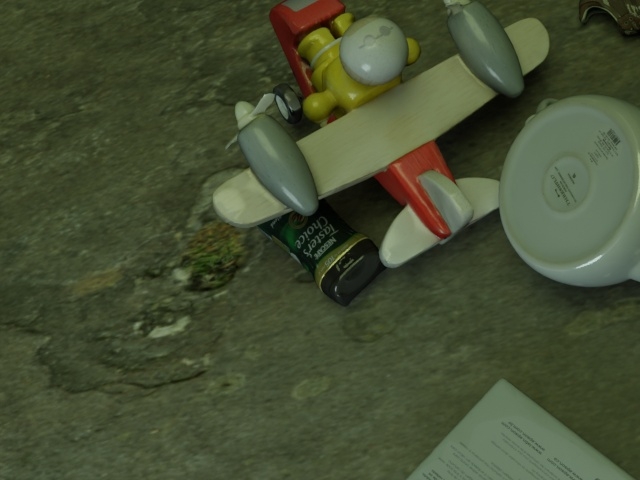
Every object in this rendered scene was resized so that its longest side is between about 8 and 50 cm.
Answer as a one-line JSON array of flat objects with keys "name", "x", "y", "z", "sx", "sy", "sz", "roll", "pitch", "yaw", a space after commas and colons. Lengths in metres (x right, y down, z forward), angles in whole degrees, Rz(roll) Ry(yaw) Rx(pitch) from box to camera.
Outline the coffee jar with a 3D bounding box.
[{"name": "coffee jar", "x": 0.000, "y": 0.000, "z": 1.813, "sx": 0.096, "sy": 0.079, "sz": 0.184, "roll": -44, "pitch": 64, "yaw": -5}]

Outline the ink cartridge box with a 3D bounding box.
[{"name": "ink cartridge box", "x": 0.230, "y": 0.376, "z": 1.573, "sx": 0.324, "sy": 0.071, "sz": 0.330, "roll": 38, "pitch": 74, "yaw": 25}]

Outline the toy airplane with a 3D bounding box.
[{"name": "toy airplane", "x": 0.080, "y": -0.165, "z": 1.736, "sx": 0.384, "sy": 0.272, "sz": 0.386, "roll": 10, "pitch": 60, "yaw": 9}]

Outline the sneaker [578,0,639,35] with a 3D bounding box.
[{"name": "sneaker", "x": 0.441, "y": -0.304, "z": 1.833, "sx": 0.188, "sy": 0.066, "sz": 0.071, "roll": 23, "pitch": 93, "yaw": 28}]

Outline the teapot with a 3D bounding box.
[{"name": "teapot", "x": 0.358, "y": -0.058, "z": 1.684, "sx": 0.252, "sy": 0.187, "sz": 0.256, "roll": 4, "pitch": 85, "yaw": 47}]
